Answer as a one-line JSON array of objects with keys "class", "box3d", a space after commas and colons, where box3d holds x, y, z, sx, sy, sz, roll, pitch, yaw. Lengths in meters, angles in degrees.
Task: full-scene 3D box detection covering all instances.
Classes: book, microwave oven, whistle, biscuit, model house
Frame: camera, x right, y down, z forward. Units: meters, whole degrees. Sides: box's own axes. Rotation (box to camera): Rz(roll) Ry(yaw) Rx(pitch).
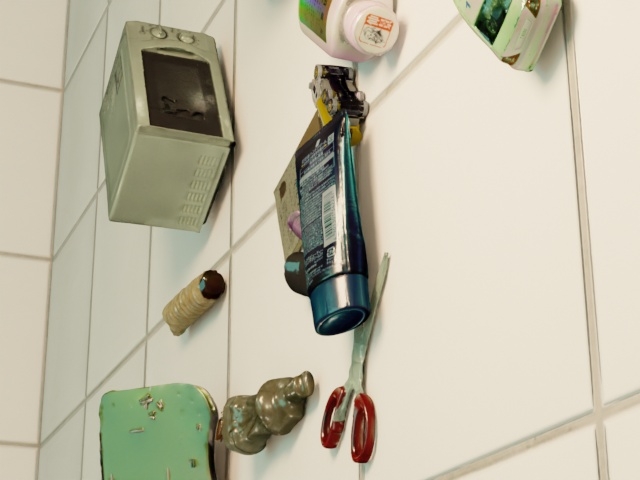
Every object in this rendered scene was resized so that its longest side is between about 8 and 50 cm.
[{"class": "book", "box3d": [-0.019, -0.079, 1.924, 0.199, 0.016, 0.138, 120, 150, -44]}, {"class": "microwave oven", "box3d": [-0.256, -0.192, 2.357, 0.295, 0.181, 0.238, -105, 29, -46]}, {"class": "whistle", "box3d": [0.000, 0.000, 1.805, 0.176, 0.033, 0.033, 40, 120, 60]}, {"class": "biscuit", "box3d": [-0.211, 0.104, 2.307, 0.219, 0.055, 0.061, 142, 122, -61]}, {"class": "model house", "box3d": [-0.210, 0.370, 2.142, 0.207, 0.154, 0.294, -10, 79, 23]}]

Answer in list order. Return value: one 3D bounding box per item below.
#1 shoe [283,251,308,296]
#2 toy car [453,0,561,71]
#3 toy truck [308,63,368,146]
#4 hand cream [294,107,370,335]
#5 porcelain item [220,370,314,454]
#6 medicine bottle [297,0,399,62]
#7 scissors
[{"class": "shoe", "box3d": [-0.027, 0.043, 1.855, 0.159, 0.053, 0.062, -170, 92, -72]}, {"class": "toy car", "box3d": [0.174, -0.258, 1.403, 0.224, 0.076, 0.090, -109, 32, -50]}, {"class": "toy truck", "box3d": [0.021, -0.174, 1.805, 0.123, 0.052, 0.063, -109, 28, -48]}, {"class": "hand cream", "box3d": [0.011, -0.022, 1.707, 0.120, 0.061, 0.271, -41, 49, 47]}, {"class": "porcelain item", "box3d": [-0.062, 0.226, 1.872, 0.215, 0.069, 0.081, -38, 43, 55]}, {"class": "medicine bottle", "box3d": [0.036, -0.290, 1.770, 0.219, 0.078, 0.115, -128, 52, -62]}, {"class": "scissors", "box3d": [0.047, 0.135, 1.677, 0.144, 0.017, 0.248, -175, 94, -69]}]
